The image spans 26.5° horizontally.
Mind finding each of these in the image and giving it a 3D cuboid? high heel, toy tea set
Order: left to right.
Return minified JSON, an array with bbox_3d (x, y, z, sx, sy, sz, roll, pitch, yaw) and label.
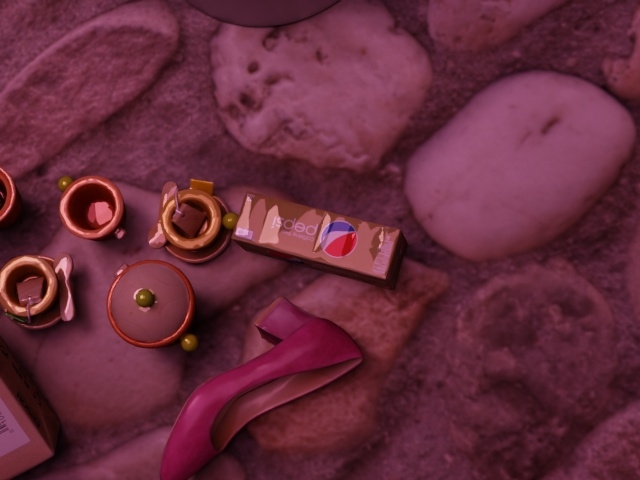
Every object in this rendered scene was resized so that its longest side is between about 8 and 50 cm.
[{"bbox_3d":[-0.264,0.009,1.485,0.336,0.124,0.200,7,79,5],"label":"toy tea set"},{"bbox_3d":[-0.064,0.181,1.446,0.117,0.082,0.244,32,72,26],"label":"high heel"}]

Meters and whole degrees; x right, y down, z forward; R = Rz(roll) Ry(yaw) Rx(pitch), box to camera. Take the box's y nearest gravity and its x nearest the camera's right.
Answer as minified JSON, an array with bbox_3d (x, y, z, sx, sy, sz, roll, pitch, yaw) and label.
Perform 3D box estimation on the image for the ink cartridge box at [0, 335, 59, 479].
[{"bbox_3d":[-0.422,0.168,1.454,0.193,0.088,0.235,-29,112,3],"label":"ink cartridge box"}]

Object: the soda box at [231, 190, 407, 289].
[{"bbox_3d":[0.000,0.000,1.484,0.181,0.061,0.058,15,80,15],"label":"soda box"}]

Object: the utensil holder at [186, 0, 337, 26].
[{"bbox_3d":[-0.098,-0.439,1.440,0.327,0.385,0.328,-2,77,10],"label":"utensil holder"}]
